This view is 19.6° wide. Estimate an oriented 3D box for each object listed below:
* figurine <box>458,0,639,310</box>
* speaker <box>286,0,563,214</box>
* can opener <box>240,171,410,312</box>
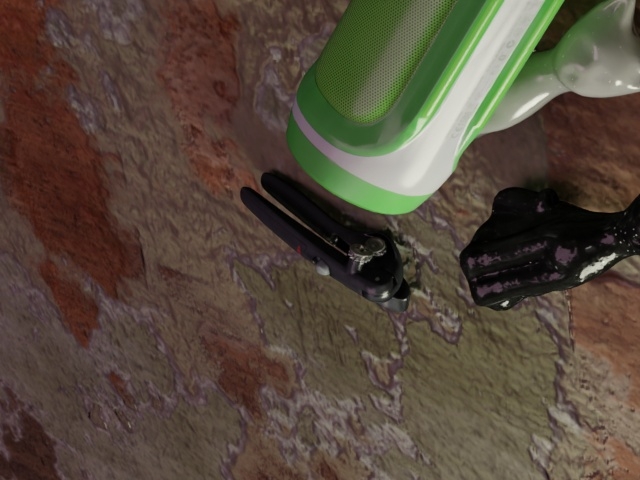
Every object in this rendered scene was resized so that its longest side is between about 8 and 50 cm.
[{"bbox_3d":[0.179,-0.065,1.338,0.209,0.092,0.215,-13,107,43],"label":"figurine"},{"bbox_3d":[0.090,-0.163,1.241,0.131,0.131,0.296,41,119,19],"label":"speaker"},{"bbox_3d":[0.000,0.000,1.599,0.186,0.059,0.073,35,139,25],"label":"can opener"}]
